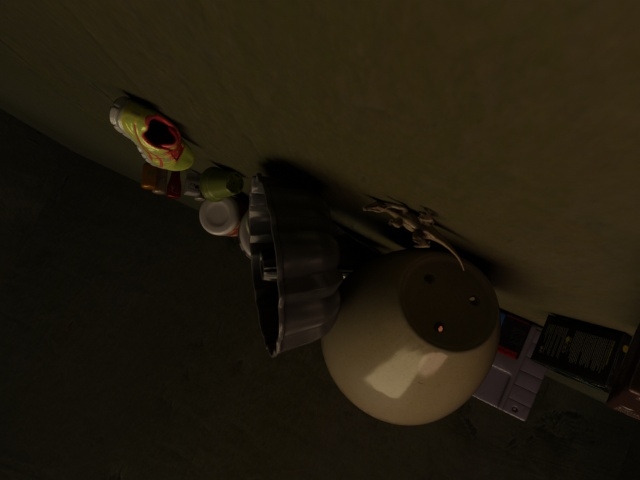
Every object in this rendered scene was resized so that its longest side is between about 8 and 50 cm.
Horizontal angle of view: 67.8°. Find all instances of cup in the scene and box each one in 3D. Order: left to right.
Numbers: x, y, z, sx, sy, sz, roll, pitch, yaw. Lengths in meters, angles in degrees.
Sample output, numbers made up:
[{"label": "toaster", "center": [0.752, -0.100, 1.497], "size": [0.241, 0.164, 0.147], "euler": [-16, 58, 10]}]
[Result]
[{"label": "cup", "center": [0.181, 0.144, 0.848], "size": [0.331, 0.331, 0.237], "euler": [25, 153, 3]}]

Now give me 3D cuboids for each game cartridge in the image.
[{"label": "game cartridge", "center": [0.392, 0.272, 1.229], "size": [0.355, 0.230, 0.068], "euler": [23, -179, 22]}]

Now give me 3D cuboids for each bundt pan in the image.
[{"label": "bundt pan", "center": [-0.048, 0.039, 0.869], "size": [0.124, 0.330, 0.331], "euler": [-5, -179, -14]}]

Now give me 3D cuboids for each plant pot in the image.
[{"label": "plant pot", "center": [-0.220, -0.130, 1.092], "size": [0.079, 0.083, 0.083], "euler": [3, 159, 44]}]

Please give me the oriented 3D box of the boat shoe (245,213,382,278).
[{"label": "boat shoe", "center": [-0.001, 0.004, 1.088], "size": [0.340, 0.127, 0.113], "euler": [30, 159, -19]}]

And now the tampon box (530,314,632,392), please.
[{"label": "tampon box", "center": [0.518, 0.223, 0.909], "size": [0.120, 0.101, 0.161], "euler": [28, 173, -25]}]

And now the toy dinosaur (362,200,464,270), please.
[{"label": "toy dinosaur", "center": [0.149, -0.019, 0.702], "size": [0.183, 0.053, 0.092], "euler": [32, -170, 7]}]

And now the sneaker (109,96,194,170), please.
[{"label": "sneaker", "center": [-0.295, -0.183, 0.896], "size": [0.094, 0.081, 0.208], "euler": [20, 172, 24]}]

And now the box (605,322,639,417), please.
[{"label": "box", "center": [0.459, 0.166, 0.540], "size": [0.191, 0.143, 0.381], "euler": [22, 171, 33]}]

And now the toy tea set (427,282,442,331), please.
[{"label": "toy tea set", "center": [0.205, 0.125, 1.152], "size": [0.336, 0.124, 0.200], "euler": [0, -169, 22]}]

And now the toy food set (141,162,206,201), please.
[{"label": "toy food set", "center": [-0.410, -0.184, 1.416], "size": [0.232, 0.104, 0.111], "euler": [6, 171, -26]}]

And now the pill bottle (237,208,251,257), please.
[{"label": "pill bottle", "center": [-0.137, -0.017, 1.265], "size": [0.161, 0.161, 0.283], "euler": [27, 174, -9]}]

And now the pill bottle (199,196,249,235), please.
[{"label": "pill bottle", "center": [-0.265, -0.072, 1.443], "size": [0.121, 0.121, 0.216], "euler": [24, -176, 13]}]

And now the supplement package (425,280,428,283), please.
[{"label": "supplement package", "center": [0.211, 0.244, 1.421], "size": [0.175, 0.292, 0.177], "euler": [24, 174, 17]}]
